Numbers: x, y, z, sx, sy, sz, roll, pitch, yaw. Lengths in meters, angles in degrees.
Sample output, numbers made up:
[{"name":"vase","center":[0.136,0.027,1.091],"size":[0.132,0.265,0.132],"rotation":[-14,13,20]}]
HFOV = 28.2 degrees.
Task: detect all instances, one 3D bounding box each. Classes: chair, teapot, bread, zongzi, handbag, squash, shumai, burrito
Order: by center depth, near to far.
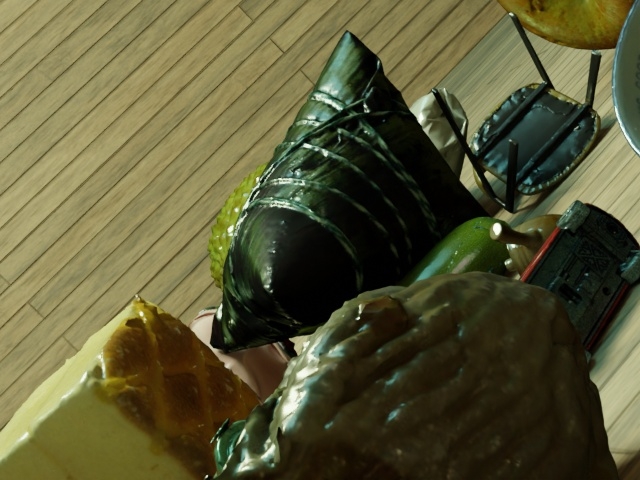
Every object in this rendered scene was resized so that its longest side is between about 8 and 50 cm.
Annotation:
[{"name":"shumai","center":[0.017,0.170,0.813],"size":[0.346,0.217,0.283],"rotation":[-50,9,-26]},{"name":"teapot","center":[0.206,0.011,1.219],"size":[0.080,0.110,0.085],"rotation":[-27,57,24]},{"name":"bread","center":[-0.165,0.233,1.270],"size":[0.207,0.279,0.279],"rotation":[-42,6,14]},{"name":"squash","center":[0.095,0.095,1.412],"size":[0.331,0.087,0.087],"rotation":[-45,6,-5]},{"name":"zongzi","center":[0.014,-0.014,1.443],"size":[0.383,0.319,0.362],"rotation":[-44,2,-6]},{"name":"chair","center":[0.259,-0.141,1.618],"size":[0.159,0.172,0.247],"rotation":[-46,-37,-12]},{"name":"handbag","center":[-0.118,0.187,1.673],"size":[0.116,0.205,0.179],"rotation":[-47,-28,-39]},{"name":"burrito","center":[0.151,-0.088,1.869],"size":[0.101,0.139,0.445],"rotation":[-6,-14,-3]}]

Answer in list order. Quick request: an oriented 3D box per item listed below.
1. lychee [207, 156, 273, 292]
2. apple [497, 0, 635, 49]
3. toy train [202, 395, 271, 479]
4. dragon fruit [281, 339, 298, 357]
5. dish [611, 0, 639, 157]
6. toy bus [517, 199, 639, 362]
[{"name":"lychee","center":[-0.009,0.004,1.752],"size":[0.320,0.270,0.270],"rotation":[-45,4,41]},{"name":"apple","center":[0.398,-0.472,1.803],"size":[0.374,0.384,0.374],"rotation":[-14,47,15]},{"name":"toy train","center":[-0.065,0.260,0.986],"size":[0.129,0.159,0.326],"rotation":[-54,2,41]},{"name":"dragon fruit","center":[-0.062,0.158,1.841],"size":[0.063,0.131,0.097],"rotation":[-26,26,-13]},{"name":"dish","center":[0.369,-0.128,0.945],"size":[0.273,0.134,0.273],"rotation":[-27,47,32]},{"name":"toy bus","center":[0.196,0.055,1.070],"size":[0.195,0.081,0.089],"rotation":[-50,-1,-35]}]
